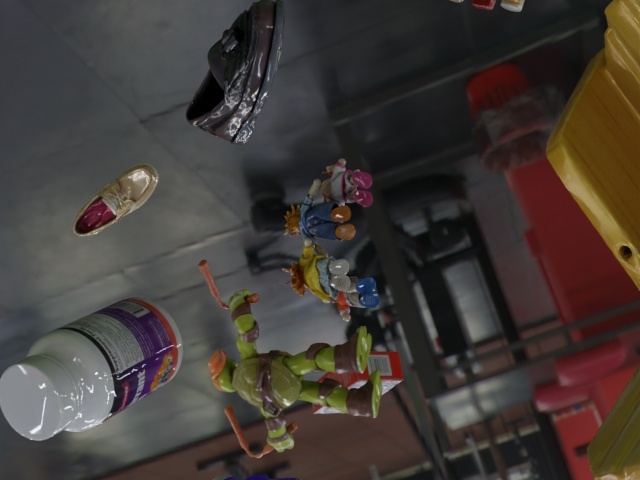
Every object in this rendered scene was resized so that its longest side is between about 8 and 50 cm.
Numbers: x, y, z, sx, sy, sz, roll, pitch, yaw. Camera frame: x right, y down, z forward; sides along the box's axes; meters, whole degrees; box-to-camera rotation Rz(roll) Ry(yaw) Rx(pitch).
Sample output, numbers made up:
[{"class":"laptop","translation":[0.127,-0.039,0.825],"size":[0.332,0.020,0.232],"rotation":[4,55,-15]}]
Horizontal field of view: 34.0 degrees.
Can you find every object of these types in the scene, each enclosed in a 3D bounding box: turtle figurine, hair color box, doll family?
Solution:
[{"class":"turtle figurine","translation":[-0.047,0.147,1.222],"size":[0.217,0.270,0.087],"rotation":[-5,-161,21]},{"class":"hair color box","translation":[0.047,0.193,1.418],"size":[0.071,0.043,0.141],"rotation":[3,153,-25]},{"class":"doll family","translation":[0.000,0.000,1.668],"size":[0.118,0.263,0.163],"rotation":[-2,-179,-26]}]

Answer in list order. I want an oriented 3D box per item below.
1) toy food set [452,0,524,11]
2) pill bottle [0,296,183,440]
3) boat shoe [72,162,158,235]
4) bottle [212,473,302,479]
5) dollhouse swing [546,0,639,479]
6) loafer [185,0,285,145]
[{"class":"toy food set","translation":[0.298,-0.490,1.913],"size":[0.111,0.105,0.232],"rotation":[16,-177,-45]},{"class":"pill bottle","translation":[-0.239,0.135,1.093],"size":[0.108,0.108,0.193],"rotation":[-30,178,30]},{"class":"boat shoe","translation":[-0.333,-0.060,1.693],"size":[0.170,0.063,0.059],"rotation":[-40,-172,14]},{"class":"bottle","translation":[-0.045,0.384,1.444],"size":[0.282,0.092,0.118],"rotation":[4,-158,42]},{"class":"dollhouse swing","translation":[0.267,-0.044,0.733],"size":[0.305,0.315,0.347],"rotation":[-32,173,-25]},{"class":"loafer","translation":[-0.117,-0.216,1.386],"size":[0.095,0.109,0.302],"rotation":[9,156,-11]}]
